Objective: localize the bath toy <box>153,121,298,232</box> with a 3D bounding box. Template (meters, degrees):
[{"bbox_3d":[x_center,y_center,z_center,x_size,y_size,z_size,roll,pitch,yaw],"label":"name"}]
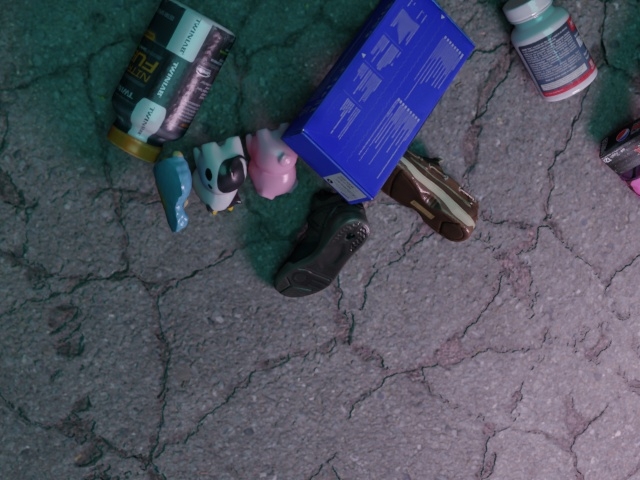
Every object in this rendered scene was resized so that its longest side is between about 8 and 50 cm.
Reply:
[{"bbox_3d":[-0.093,-0.118,1.715,0.348,0.151,0.129,-18,94,-18],"label":"bath toy"}]

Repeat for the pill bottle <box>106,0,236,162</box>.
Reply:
[{"bbox_3d":[-0.244,-0.247,1.644,0.130,0.130,0.246,27,97,-19],"label":"pill bottle"}]

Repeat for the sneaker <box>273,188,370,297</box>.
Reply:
[{"bbox_3d":[0.000,0.000,1.804,0.087,0.130,0.227,25,126,-23],"label":"sneaker"}]

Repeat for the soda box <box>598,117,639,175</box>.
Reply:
[{"bbox_3d":[0.582,-0.185,1.853,0.060,0.053,0.169,37,137,-20],"label":"soda box"}]

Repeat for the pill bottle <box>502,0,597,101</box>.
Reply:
[{"bbox_3d":[0.390,-0.340,1.786,0.108,0.108,0.180,-35,110,-3],"label":"pill bottle"}]

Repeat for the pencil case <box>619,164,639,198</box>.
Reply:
[{"bbox_3d":[0.656,-0.089,1.932,0.209,0.095,0.098,40,77,-22],"label":"pencil case"}]

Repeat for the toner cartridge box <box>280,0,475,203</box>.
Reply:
[{"bbox_3d":[0.099,-0.243,1.686,0.165,0.075,0.348,44,66,-21],"label":"toner cartridge box"}]

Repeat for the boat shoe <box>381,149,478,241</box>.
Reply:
[{"bbox_3d":[0.174,-0.109,1.820,0.257,0.095,0.095,42,58,-18],"label":"boat shoe"}]
